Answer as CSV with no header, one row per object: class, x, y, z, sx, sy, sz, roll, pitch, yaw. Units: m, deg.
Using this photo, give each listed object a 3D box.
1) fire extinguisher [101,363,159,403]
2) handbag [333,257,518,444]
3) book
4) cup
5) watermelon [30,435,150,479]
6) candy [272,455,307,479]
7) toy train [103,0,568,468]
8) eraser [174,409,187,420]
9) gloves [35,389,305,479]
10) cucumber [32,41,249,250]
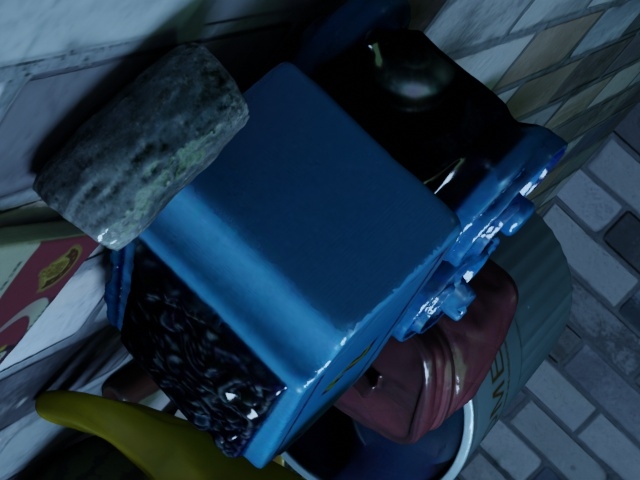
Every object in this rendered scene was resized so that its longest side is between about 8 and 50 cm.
fire extinguisher,-0.124,0.101,1.185,0.173,0.035,0.049,-32,159,-42
handbag,0.035,0.052,1.101,0.135,0.225,0.146,-37,153,-38
book,-0.213,0.055,0.699,0.162,0.022,0.232,-49,170,15
cup,0.092,0.061,1.432,0.257,0.331,0.311,-12,-167,34
watermelon,-0.167,0.267,1.172,0.212,0.212,0.212,-44,169,-11
candy,-0.065,0.290,1.604,0.101,0.271,0.143,-3,-179,29
toy train,0.000,0.000,0.865,0.265,0.188,0.300,-42,170,-22
eraser,-0.145,0.208,1.452,0.104,0.023,0.150,-58,172,-1
gloves,-0.085,0.181,0.980,0.116,0.294,0.133,-60,149,-6
cucumber,-0.090,-0.050,0.692,0.112,0.064,0.064,-47,170,-5
